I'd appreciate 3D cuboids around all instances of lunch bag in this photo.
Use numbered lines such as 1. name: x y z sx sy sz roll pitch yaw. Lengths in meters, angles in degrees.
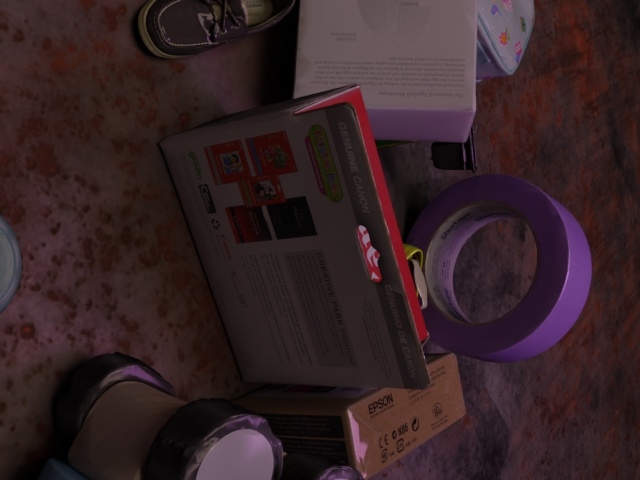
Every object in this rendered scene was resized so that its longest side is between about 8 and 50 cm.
1. lunch bag: 0.270 -0.431 1.365 0.279 0.108 0.224 48 54 -36

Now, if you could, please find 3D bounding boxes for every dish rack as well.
1. dish rack: 0.208 -0.236 1.227 0.271 0.074 0.208 -57 142 -65

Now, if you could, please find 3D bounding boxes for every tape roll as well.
1. tape roll: 0.259 0.042 1.170 0.090 0.275 0.275 22 70 -49

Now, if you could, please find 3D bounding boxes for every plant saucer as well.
1. plant saucer: -0.311 0.020 0.676 0.119 0.021 0.119 7 81 -50

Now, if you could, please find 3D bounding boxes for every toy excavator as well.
1. toy excavator: -0.133 0.391 0.747 0.433 0.222 0.445 41 70 -41

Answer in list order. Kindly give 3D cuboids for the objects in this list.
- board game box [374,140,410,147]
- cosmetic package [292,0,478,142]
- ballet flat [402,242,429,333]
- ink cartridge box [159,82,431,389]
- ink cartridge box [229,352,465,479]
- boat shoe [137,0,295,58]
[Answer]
1. board game box: 0.099 -0.231 1.147 0.043 0.092 0.181 -13 97 -50
2. cosmetic package: 0.087 -0.253 1.008 0.138 0.224 0.225 65 29 -77
3. ballet flat: 0.123 0.116 1.152 0.077 0.077 0.231 10 78 -50
4. ink cartridge box: 0.000 0.000 0.861 0.130 0.272 0.309 -33 112 -47
5. ink cartridge box: 0.034 0.206 0.942 0.234 0.193 0.088 -13 94 -51
6. boat shoe: -0.114 -0.270 0.905 0.223 0.073 0.080 -33 111 -47
